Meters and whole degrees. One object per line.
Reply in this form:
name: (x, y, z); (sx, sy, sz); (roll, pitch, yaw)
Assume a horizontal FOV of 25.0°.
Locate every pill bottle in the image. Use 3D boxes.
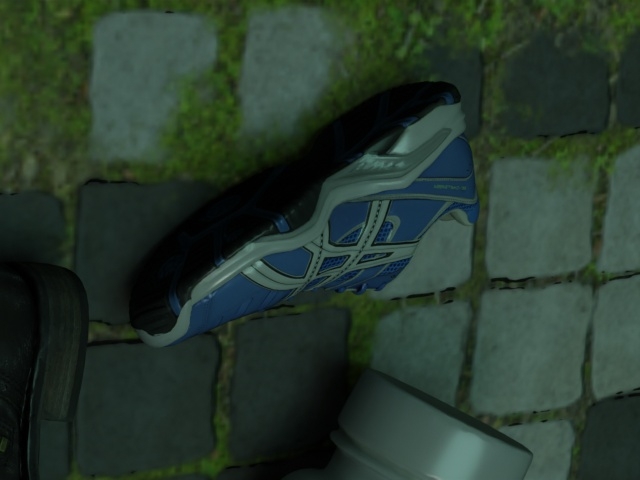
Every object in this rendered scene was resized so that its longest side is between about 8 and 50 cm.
pill bottle: (0.018, 0.192, 0.770); (0.131, 0.131, 0.229); (27, 89, -32)

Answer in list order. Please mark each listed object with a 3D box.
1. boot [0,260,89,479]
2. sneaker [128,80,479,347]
boot: (-0.220, 0.096, 0.602); (0.229, 0.091, 0.263); (16, 74, -44)
sneaker: (0.000, 0.000, 0.738); (0.211, 0.080, 0.081); (-32, 113, -17)
